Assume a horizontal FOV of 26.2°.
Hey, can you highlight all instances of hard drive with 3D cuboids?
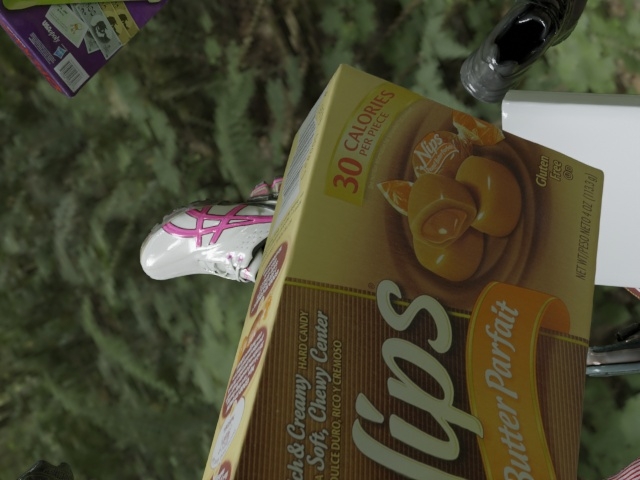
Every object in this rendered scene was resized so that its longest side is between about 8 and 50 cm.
[{"bbox_3d":[0.333,-0.042,1.320,0.040,0.307,0.203,-59,-33,-52],"label":"hard drive"}]

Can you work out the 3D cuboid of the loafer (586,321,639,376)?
[{"bbox_3d":[0.462,0.124,1.778,0.096,0.267,0.084,134,130,-79],"label":"loafer"}]

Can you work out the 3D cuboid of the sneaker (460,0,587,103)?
[{"bbox_3d":[0.326,-0.327,2.045,0.109,0.286,0.130,36,161,-1],"label":"sneaker"}]

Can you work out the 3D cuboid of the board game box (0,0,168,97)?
[{"bbox_3d":[-0.286,-0.336,1.379,0.056,0.208,0.347,31,162,49],"label":"board game box"}]

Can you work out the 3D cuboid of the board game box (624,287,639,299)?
[{"bbox_3d":[0.418,0.045,1.652,0.281,0.027,0.145,40,161,20],"label":"board game box"}]

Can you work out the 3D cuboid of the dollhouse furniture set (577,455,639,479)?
[{"bbox_3d":[0.454,0.373,1.471,0.152,0.201,0.374,13,-138,-47],"label":"dollhouse furniture set"}]

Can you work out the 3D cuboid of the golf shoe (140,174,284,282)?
[{"bbox_3d":[-0.082,0.003,1.261,0.067,0.186,0.086,55,-160,-48],"label":"golf shoe"}]

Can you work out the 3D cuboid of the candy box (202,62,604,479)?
[{"bbox_3d":[0.050,0.068,0.770,0.087,0.183,0.316,124,164,-53],"label":"candy box"}]

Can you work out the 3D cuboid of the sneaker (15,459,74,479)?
[{"bbox_3d":[-0.283,0.331,1.586,0.130,0.087,0.227,51,175,45],"label":"sneaker"}]
